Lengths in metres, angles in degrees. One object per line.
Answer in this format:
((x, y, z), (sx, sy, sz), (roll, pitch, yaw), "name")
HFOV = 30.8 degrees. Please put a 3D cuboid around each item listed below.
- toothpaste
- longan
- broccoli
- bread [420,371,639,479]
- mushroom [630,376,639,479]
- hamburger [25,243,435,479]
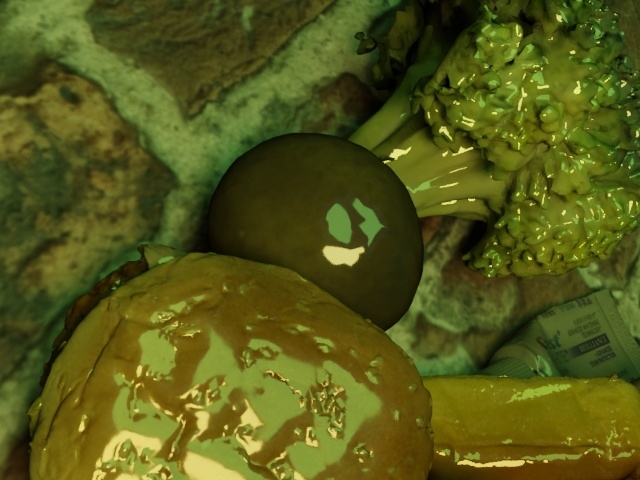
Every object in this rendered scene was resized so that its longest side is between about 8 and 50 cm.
((0.235, 0.121, 1.129), (0.282, 0.068, 0.099), (-12, 101, -45), "toothpaste")
((0.000, 0.000, 0.952), (0.189, 0.189, 0.189), (16, 57, -27), "longan")
((0.142, -0.108, 1.091), (0.281, 0.347, 0.293), (-24, 36, -11), "broccoli")
((0.157, 0.172, 0.972), (0.246, 0.102, 0.094), (1, 55, -6), "bread")
((0.349, 0.228, 1.067), (0.226, 0.178, 0.226), (11, 70, -32), "mushroom")
((-0.062, 0.143, 0.813), (0.283, 0.144, 0.259), (24, 80, -9), "hamburger")
